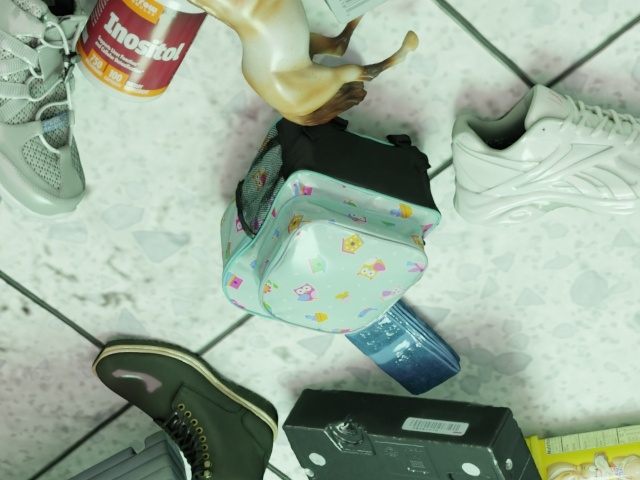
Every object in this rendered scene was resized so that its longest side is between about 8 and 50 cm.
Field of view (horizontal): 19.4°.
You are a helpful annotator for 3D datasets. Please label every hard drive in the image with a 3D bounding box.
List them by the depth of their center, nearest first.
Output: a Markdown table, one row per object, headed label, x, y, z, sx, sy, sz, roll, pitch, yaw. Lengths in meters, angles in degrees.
| label | x | y | z | sx | sy | sz | roll | pitch | yaw |
| --- | --- | --- | --- | --- | --- | --- | --- | --- | --- |
| hard drive | 0.127 | 0.287 | 1.853 | 0.237 | 0.064 | 0.339 | 2 | 132 | 34 |

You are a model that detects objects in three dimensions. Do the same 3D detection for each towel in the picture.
| label | x | y | z | sx | sy | sz | roll | pitch | yaw |
| --- | --- | --- | --- | --- | --- | --- | --- | --- | --- |
| towel | 0.076 | 0.100 | 1.782 | 0.067 | 0.029 | 0.119 | -34 | 120 | 26 |

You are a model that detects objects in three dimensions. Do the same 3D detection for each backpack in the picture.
| label | x | y | z | sx | sy | sz | roll | pitch | yaw |
| --- | --- | --- | --- | --- | --- | --- | --- | --- | --- |
| backpack | 0.000 | 0.000 | 1.632 | 0.166 | 0.144 | 0.188 | 14 | 141 | -26 |

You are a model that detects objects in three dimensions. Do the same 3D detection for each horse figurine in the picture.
| label | x | y | z | sx | sy | sz | roll | pitch | yaw |
| --- | --- | --- | --- | --- | --- | --- | --- | --- | --- |
| horse figurine | -0.019 | -0.180 | 1.497 | 0.174 | 0.066 | 0.263 | -36 | 135 | -15 |

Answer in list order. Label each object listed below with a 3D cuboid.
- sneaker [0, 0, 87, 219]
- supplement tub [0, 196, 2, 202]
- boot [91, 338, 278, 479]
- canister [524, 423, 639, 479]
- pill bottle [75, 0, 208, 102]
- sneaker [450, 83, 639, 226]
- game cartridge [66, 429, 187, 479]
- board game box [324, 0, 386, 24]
| label | x | y | z | sx | sy | sz | roll | pitch | yaw |
| --- | --- | --- | --- | --- | --- | --- | --- | --- | --- |
| sneaker | -0.236 | -0.149 | 1.493 | 0.115 | 0.105 | 0.281 | -8 | 108 | 25 |
| supplement tub | -0.453 | -0.063 | 1.539 | 0.331 | 0.241 | 0.241 | -17 | 126 | 16 |
| boot | -0.129 | 0.181 | 1.786 | 0.198 | 0.137 | 0.077 | 23 | 125 | -15 |
| canister | 0.287 | 0.242 | 1.859 | 0.170 | 0.073 | 0.126 | -10 | 129 | 8 |
| pill bottle | -0.135 | -0.193 | 1.522 | 0.086 | 0.086 | 0.152 | 23 | 126 | -15 |
| sneaker | 0.219 | -0.082 | 1.597 | 0.232 | 0.090 | 0.115 | -10 | 124 | 9 |
| game cartridge | -0.286 | 0.317 | 1.777 | 0.355 | 0.230 | 0.068 | -28 | 109 | 0 |
| board game box | 0.091 | -0.331 | 1.346 | 0.303 | 0.097 | 0.224 | -27 | 124 | 2 |
